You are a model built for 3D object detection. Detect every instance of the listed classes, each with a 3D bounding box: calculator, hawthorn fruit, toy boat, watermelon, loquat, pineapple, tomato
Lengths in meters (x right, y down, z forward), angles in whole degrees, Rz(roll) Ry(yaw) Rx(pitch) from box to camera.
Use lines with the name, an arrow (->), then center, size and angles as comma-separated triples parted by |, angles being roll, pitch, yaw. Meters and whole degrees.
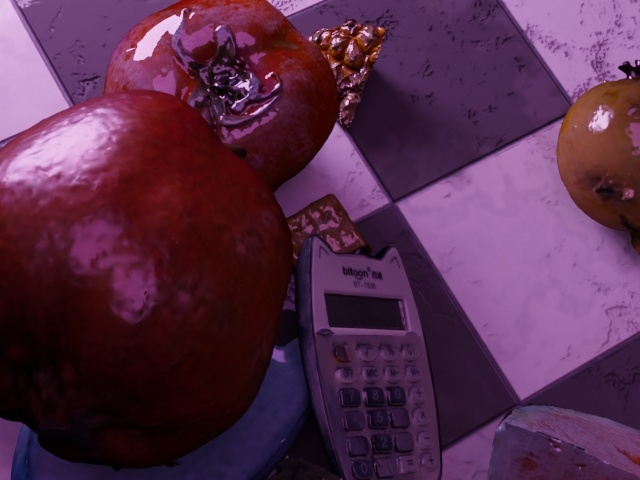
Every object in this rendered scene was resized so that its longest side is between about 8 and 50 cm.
calculator -> 0.050, 0.128, 1.104 | 0.177, 0.040, 0.268 | 9, 63, -47
hawthorn fruit -> -0.167, 0.024, 0.930 | 0.295, 0.295, 0.311 | 3, 69, -7
toy boat -> -0.144, 0.172, 1.084 | 0.215, 0.123, 0.330 | 36, 57, 8
watermelon -> 0.279, 0.253, 1.059 | 0.305, 0.180, 0.224 | 24, 56, 0
loquat -> 0.337, -0.084, 1.218 | 0.172, 0.149, 0.204 | 0, 83, -10
pineapple -> 0.028, -0.175, 1.262 | 0.114, 0.077, 0.114 | -4, 78, 27
tomato -> -0.105, -0.133, 1.151 | 0.232, 0.188, 0.232 | 1, 75, -5

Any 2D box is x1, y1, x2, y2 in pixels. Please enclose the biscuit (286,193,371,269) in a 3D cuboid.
biscuit -> 0.000, 0.000, 1.205 | 0.083, 0.018, 0.081 | -30, 76, -18

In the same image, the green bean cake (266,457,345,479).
green bean cake -> -0.028, 0.302, 1.003 | 0.181, 0.094, 0.173 | -42, 119, -20
